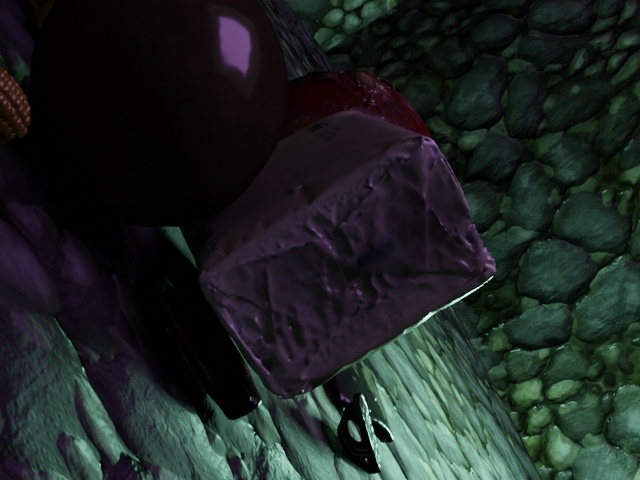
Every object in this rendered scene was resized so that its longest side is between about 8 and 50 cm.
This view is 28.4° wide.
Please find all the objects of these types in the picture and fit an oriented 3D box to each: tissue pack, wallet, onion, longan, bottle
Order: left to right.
[{"bbox_3d":[-0.173,-0.162,1.374,0.297,0.297,0.297,55,11,-16],"label":"longan"},{"bbox_3d":[-0.123,0.122,1.402,0.164,0.060,0.060,58,10,2],"label":"bottle"},{"bbox_3d":[0.000,0.000,1.486,0.207,0.297,0.380,60,-5,-15],"label":"tissue pack"},{"bbox_3d":[0.035,0.168,2.033,0.170,0.044,0.321,49,14,-47],"label":"wallet"},{"bbox_3d":[0.036,-0.118,2.016,0.341,0.341,0.341,55,11,-16],"label":"onion"}]

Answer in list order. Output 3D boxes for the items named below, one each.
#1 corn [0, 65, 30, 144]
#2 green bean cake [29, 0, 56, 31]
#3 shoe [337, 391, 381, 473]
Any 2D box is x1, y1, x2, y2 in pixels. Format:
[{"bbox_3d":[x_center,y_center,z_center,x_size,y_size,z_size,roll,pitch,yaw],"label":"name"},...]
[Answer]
[{"bbox_3d":[-0.351,-0.171,1.141,0.238,0.080,0.080,47,15,-46],"label":"corn"},{"bbox_3d":[-0.259,-0.253,1.656,0.224,0.131,0.229,54,14,-10],"label":"green bean cake"},{"bbox_3d":[0.051,0.282,1.793,0.179,0.049,0.071,74,6,-54],"label":"shoe"}]
